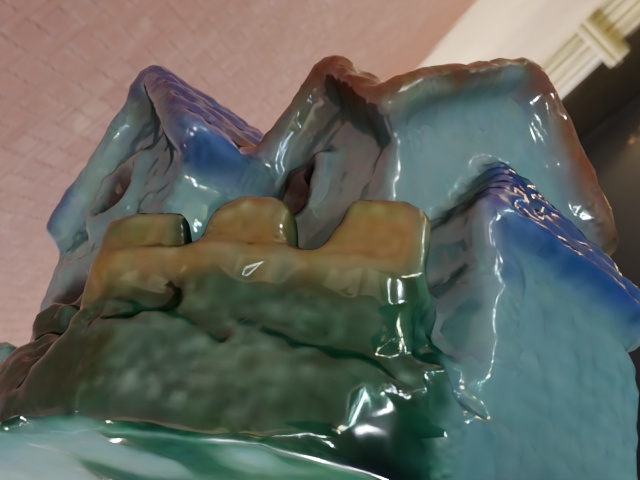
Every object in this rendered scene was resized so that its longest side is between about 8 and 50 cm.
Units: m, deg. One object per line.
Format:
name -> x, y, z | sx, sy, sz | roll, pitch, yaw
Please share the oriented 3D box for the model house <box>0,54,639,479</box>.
model house -> 0.000, 0.000, 0.537 | 0.295, 0.251, 0.329 | -25, -142, 48
